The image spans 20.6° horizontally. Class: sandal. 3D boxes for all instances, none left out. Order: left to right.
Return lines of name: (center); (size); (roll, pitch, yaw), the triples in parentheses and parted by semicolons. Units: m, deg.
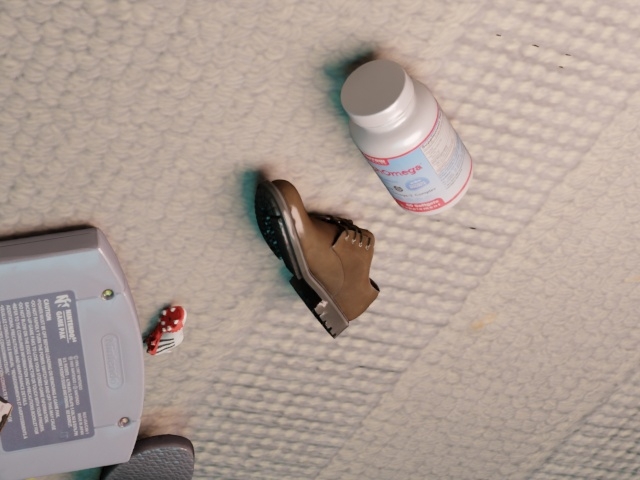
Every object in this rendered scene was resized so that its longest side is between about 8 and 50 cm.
sandal: (-0.223, 0.284, 2.076); (0.097, 0.054, 0.254); (13, 144, -21)

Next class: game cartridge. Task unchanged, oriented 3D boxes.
game cartridge: (-0.279, 0.119, 1.799); (0.196, 0.060, 0.294); (-6, 127, -6)

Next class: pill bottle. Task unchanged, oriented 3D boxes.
pill bottle: (0.080, -0.099, 1.670); (0.087, 0.087, 0.160); (-25, 140, 12)

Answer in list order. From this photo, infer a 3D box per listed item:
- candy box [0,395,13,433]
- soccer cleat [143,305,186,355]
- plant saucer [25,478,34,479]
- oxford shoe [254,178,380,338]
candy box: (-0.448, 0.158, 1.747); (0.233, 0.071, 0.159); (38, 123, -16)
soccer cleat: (-0.158, 0.096, 1.879); (0.036, 0.029, 0.083); (3, 142, -35)
plant saucer: (-0.522, 0.313, 1.980); (0.333, 0.081, 0.332); (5, 137, -23)
oxford shoe: (0.000, 0.000, 1.787); (0.096, 0.083, 0.227); (-36, 141, -4)
